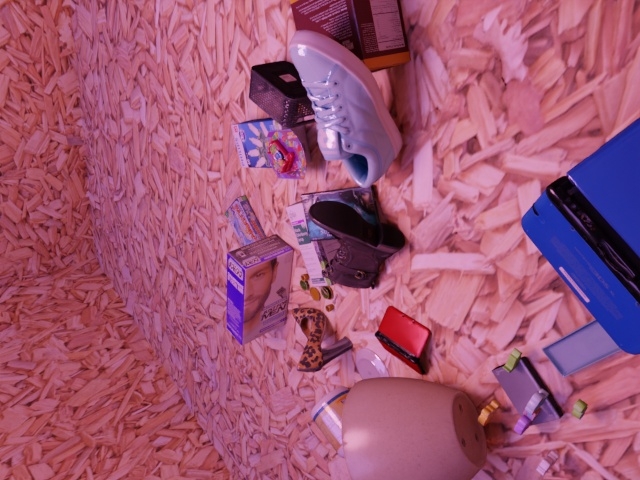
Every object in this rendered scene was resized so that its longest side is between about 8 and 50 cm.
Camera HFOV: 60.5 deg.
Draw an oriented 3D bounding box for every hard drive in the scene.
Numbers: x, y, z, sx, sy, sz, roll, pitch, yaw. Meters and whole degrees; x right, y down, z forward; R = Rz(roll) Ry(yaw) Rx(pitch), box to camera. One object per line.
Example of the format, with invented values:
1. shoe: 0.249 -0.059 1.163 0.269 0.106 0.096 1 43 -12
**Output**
1. hard drive: 0.430 0.315 1.146 0.135 0.022 0.094 59 145 13

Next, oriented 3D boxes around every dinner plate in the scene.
1. dinner plate: 0.145 0.377 1.580 0.141 0.017 0.141 32 134 40

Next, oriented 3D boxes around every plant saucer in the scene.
1. plant saucer: 0.489 0.187 0.997 0.067 0.018 0.192 56 145 17

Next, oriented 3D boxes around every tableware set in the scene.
1. tableware set: -0.012 0.154 1.659 0.154 0.024 0.104 44 140 30

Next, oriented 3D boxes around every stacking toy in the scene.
1. stacking toy: 0.421 0.348 1.108 0.167 0.052 0.221 38 136 36

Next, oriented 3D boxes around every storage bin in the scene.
1. storage bin: -0.085 -0.369 1.374 0.180 0.122 0.084 45 140 30

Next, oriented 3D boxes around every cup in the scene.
1. cup: 0.240 0.459 1.277 0.237 0.331 0.330 -25 87 30

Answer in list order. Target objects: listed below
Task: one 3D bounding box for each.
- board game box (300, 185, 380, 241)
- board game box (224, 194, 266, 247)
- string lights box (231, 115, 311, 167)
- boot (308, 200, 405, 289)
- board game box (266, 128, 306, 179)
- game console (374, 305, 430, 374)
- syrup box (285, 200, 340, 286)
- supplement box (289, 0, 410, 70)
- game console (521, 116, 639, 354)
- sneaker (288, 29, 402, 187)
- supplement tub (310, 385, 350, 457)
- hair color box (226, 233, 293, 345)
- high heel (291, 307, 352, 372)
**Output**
1. board game box: 0.050 -0.066 1.366 0.186 0.026 0.126 -6 106 22
2. board game box: -0.248 -0.037 1.864 0.201 0.035 0.136 63 146 7
3. string lights box: -0.142 -0.276 1.546 0.260 0.077 0.133 9 118 51
4. boot: 0.057 0.030 1.341 0.263 0.091 0.229 23 139 -12
5. board game box: -0.103 -0.218 1.428 0.169 0.033 0.133 11 119 50
6. game console: 0.220 0.256 1.409 0.144 0.085 0.124 31 163 42
7. syrup box: 0.000 0.000 1.492 0.093 0.096 0.236 -11 101 55
8. supplement box: 0.058 -0.438 1.133 0.191 0.129 0.194 4 112 53
9. game console: 0.498 0.001 0.856 0.293 0.174 0.250 57 172 17
10. sneaker: 0.044 -0.240 1.090 0.135 0.150 0.366 9 153 45
11. supplement tub: 0.081 0.558 1.654 0.199 0.144 0.144 48 141 26
12. hair color box: -0.200 0.163 1.780 0.110 0.185 0.338 38 137 36
13. high heel: -0.056 0.291 1.651 0.261 0.186 0.093 30 131 42
